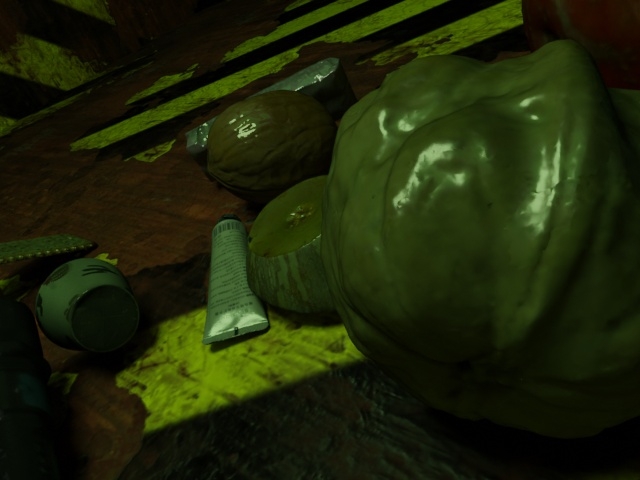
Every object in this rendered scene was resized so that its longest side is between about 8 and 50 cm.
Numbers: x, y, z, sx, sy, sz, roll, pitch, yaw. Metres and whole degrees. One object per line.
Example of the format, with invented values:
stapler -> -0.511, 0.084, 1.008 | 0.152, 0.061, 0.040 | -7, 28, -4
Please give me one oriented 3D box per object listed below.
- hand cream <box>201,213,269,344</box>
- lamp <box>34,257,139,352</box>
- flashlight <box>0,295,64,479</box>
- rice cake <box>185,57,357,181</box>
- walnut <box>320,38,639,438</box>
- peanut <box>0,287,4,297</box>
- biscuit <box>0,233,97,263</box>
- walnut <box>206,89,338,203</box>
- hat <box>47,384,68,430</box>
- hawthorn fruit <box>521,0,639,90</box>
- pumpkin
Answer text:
hand cream -> -0.114, 0.042, 0.725 | 0.080, 0.050, 0.234 | -17, 37, 2
lamp -> -0.311, 0.081, 0.734 | 0.121, 0.121, 0.214 | -41, 26, -24
flashlight -> -0.287, 0.199, 0.518 | 0.103, 0.103, 0.424 | -34, 43, -13
rice cake -> -0.086, -0.199, 0.937 | 0.297, 0.106, 0.050 | -25, 55, 8
walnut -> 0.140, -0.006, 0.417 | 0.281, 0.253, 0.277 | -8, 38, 24
peanut -> -0.610, 0.091, 0.914 | 0.290, 0.130, 0.130 | 10, 46, 40
biscuit -> -0.513, 0.015, 0.974 | 0.203, 0.016, 0.144 | -13, 17, -42
walnut -> -0.071, -0.139, 0.840 | 0.207, 0.168, 0.167 | -19, 30, -13
hat -> -0.337, 0.200, 0.657 | 0.086, 0.042, 0.058 | 24, 56, 9
hawthorn fruit -> 0.373, -0.284, 0.652 | 0.275, 0.299, 0.275 | -41, 16, 15
pumpkin -> 0.002, -0.015, 0.651 | 0.217, 0.110, 0.218 | -12, 38, 10
